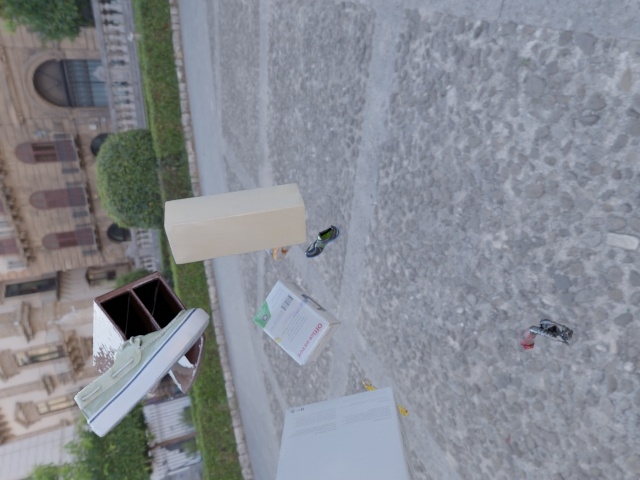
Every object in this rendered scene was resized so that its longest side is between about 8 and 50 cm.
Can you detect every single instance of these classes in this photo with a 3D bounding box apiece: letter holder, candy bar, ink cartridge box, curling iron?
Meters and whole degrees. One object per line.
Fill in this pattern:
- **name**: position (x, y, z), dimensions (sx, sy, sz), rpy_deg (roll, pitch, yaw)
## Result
- **letter holder**: position (-0.403, 0.262, 1.022), dimensions (0.214, 0.152, 0.302), rpy_deg (45, 135, 18)
- **candy bar**: position (0.168, 0.413, 1.153), dimensions (0.018, 0.161, 0.040), rpy_deg (-53, 13, -4)
- **ink cartridge box**: position (-0.070, 0.241, 1.302), dimensions (0.212, 0.093, 0.154), rpy_deg (37, 100, 26)
- **curling iron**: position (0.409, 0.194, 0.838), dimensions (0.274, 0.068, 0.035), rpy_deg (62, -132, -66)

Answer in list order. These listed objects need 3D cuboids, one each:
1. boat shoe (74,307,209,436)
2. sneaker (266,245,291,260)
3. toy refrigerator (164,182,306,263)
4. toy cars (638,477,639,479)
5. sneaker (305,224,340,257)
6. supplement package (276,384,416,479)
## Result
- **boat shoe**: position (-0.323, 0.220, 0.776), dimensions (0.094, 0.302, 0.109), rpy_deg (44, -174, -1)
- **sneaker**: position (-0.130, 0.005, 1.222), dimensions (0.083, 0.084, 0.215), rpy_deg (35, 168, 3)
- **toy refrigerator**: position (-0.171, -0.039, 0.905), dimensions (0.094, 0.269, 0.102), rpy_deg (-112, 15, -47)
- **toy cars**: position (0.507, 0.421, 0.538), dimensions (0.176, 0.087, 0.394), rpy_deg (54, -169, -14)
- **sneaker**: position (0.000, 0.000, 1.893), dimensions (0.188, 0.078, 0.067), rpy_deg (-42, 51, 11)
- **supplement package**: position (0.048, 0.367, 0.681), dimensions (0.203, 0.194, 0.149), rpy_deg (-85, -22, -70)
